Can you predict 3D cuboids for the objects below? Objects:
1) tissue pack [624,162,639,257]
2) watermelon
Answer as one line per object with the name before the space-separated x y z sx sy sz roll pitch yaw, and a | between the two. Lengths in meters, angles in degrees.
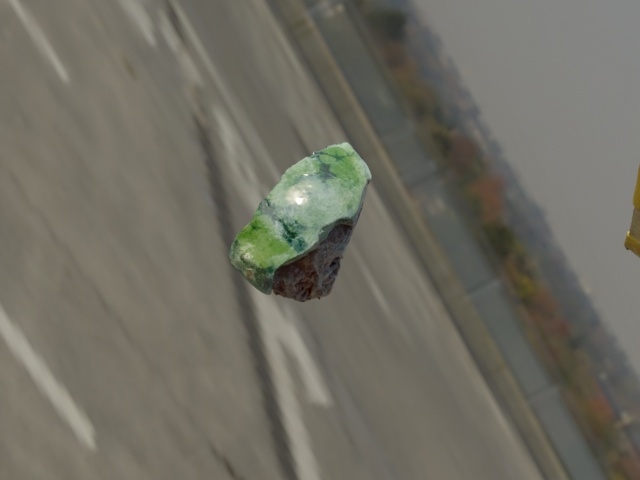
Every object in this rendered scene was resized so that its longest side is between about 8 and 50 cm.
tissue pack | 0.551 -0.003 1.828 0.382 0.293 0.228 44 -42 37
watermelon | 0.000 0.000 1.701 0.071 0.187 0.139 24 -34 32
